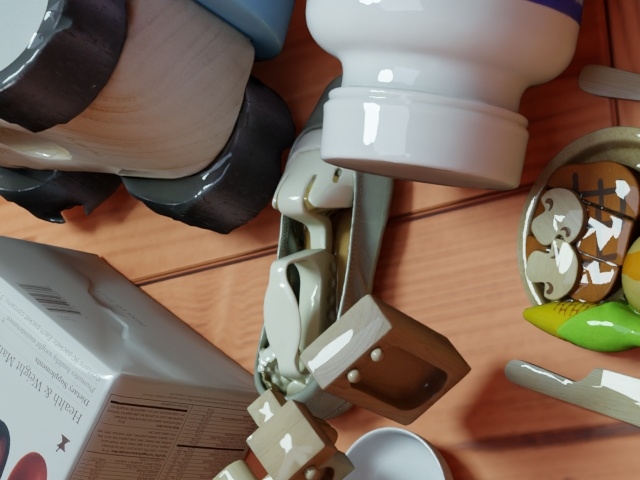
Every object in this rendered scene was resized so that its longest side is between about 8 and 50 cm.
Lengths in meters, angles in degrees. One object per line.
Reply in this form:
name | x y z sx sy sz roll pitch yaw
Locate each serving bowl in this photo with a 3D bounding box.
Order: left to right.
serving bowl | 0.046 0.150 1.122 0.083 0.027 0.083 -7 78 38

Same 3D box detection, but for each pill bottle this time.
pill bottle | 0.074 -0.170 1.073 0.152 0.152 0.272 6 86 40

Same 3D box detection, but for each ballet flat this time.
ballet flat | 0.000 0.000 1.159 0.072 0.068 0.213 1 83 39

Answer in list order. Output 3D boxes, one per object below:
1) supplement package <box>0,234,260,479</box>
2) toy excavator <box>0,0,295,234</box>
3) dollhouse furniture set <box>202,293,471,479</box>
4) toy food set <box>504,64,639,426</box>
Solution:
supplement package | -0.176 0.130 1.229 0.194 0.149 0.203 34 103 38
toy excavator | -0.180 -0.255 1.290 0.433 0.222 0.445 6 73 40
dollhouse furniture set | 0.032 0.137 1.042 0.151 0.144 0.123 -42 62 9
toy food set | 0.157 -0.002 1.049 0.132 0.038 0.192 14 91 40
